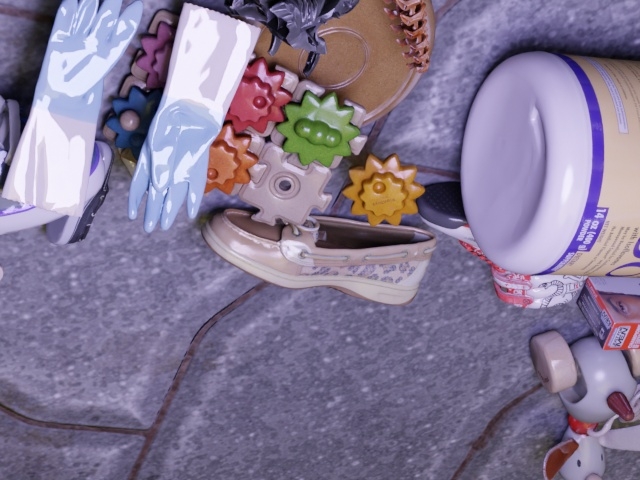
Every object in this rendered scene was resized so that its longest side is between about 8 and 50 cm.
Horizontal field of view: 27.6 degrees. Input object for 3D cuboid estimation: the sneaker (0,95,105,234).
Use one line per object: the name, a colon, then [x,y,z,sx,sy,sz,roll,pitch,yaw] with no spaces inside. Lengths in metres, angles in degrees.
sneaker: [-0.371,-0.127,1.231,0.323,0.130,0.236,-3,137,-8]

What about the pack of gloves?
pack of gloves: [-0.187,-0.130,1.277,0.195,0.046,0.232,15,99,-26]

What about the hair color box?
hair color box: [0.436,0.094,1.728,0.167,0.093,0.053,-1,131,-18]

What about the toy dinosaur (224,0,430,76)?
toy dinosaur: [0.016,-0.277,1.207,0.218,0.164,0.322,-44,104,-7]

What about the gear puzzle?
gear puzzle: [-0.051,-0.091,1.350,0.339,0.044,0.175,25,119,-12]

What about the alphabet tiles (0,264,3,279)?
alphabet tiles: [-0.507,0.059,1.438,0.278,0.021,0.284,-29,134,9]

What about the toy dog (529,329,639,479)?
toy dog: [0.394,0.252,1.812,0.220,0.161,0.333,-28,134,9]

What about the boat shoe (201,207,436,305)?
boat shoe: [0.000,0.000,1.499,0.285,0.104,0.089,11,118,-31]

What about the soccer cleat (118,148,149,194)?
soccer cleat: [-0.192,-0.075,1.405,0.029,0.035,0.083,-24,135,4]

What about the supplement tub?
supplement tub: [0.347,-0.077,1.436,0.331,0.241,0.241,2,131,-19]

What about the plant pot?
plant pot: [0.011,-0.195,1.363,0.236,0.032,0.236,-9,133,-10]

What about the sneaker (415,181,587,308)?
sneaker: [0.222,0.014,1.586,0.270,0.090,0.145,3,128,-24]

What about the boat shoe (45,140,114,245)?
boat shoe: [-0.252,-0.052,1.405,0.040,0.049,0.142,-1,136,-43]
